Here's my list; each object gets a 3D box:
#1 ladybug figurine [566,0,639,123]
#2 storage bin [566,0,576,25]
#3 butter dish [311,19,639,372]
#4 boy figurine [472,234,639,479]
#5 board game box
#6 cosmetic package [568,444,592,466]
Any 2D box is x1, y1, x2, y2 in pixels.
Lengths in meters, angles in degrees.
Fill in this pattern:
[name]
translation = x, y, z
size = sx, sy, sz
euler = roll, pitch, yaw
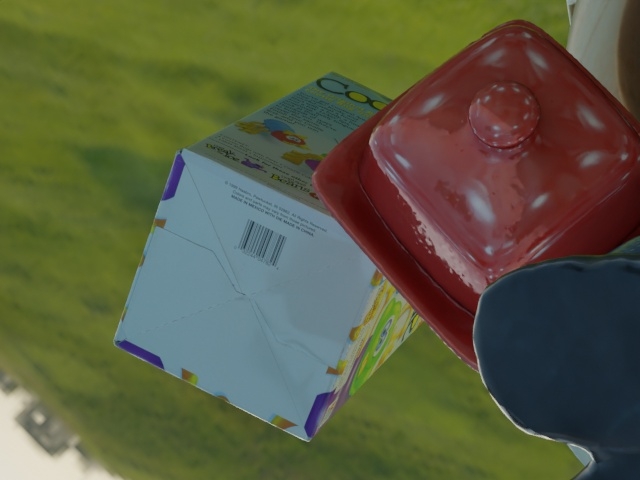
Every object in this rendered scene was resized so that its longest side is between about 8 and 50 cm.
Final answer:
[ladybug figurine]
translation = 0.321, -0.151, 1.066
size = 0.162, 0.449, 0.305
euler = -1, -135, -45
[storage bin]
translation = 0.330, -0.093, 1.310
size = 0.123, 0.260, 0.262
euler = 12, 155, -41
[butter dish]
translation = 0.094, -0.042, 0.931
size = 0.160, 0.160, 0.118
euler = 49, 169, 21
[boy figurine]
translation = 0.172, 0.031, 0.538
size = 0.092, 0.285, 0.177
euler = -14, 90, 50
[board game box]
translation = 0.000, 0.000, 1.212
size = 0.144, 0.142, 0.275
euler = 26, -158, 12
[cosmetic package]
translation = 0.276, 0.035, 0.896
size = 0.129, 0.296, 0.153
euler = 49, -145, 0
